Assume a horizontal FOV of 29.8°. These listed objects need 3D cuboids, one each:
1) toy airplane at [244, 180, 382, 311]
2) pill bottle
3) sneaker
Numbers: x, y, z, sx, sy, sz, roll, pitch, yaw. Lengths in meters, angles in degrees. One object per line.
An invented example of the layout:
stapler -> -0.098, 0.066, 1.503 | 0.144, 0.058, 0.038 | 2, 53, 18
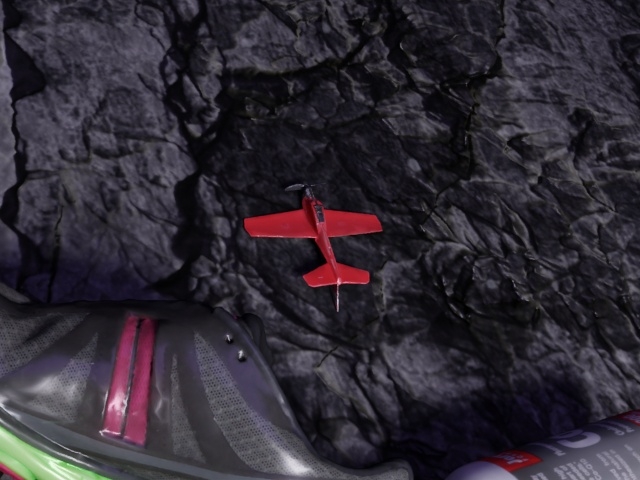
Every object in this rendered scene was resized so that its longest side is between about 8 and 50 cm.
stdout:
toy airplane -> 0.000, 0.000, 1.206 | 0.151, 0.028, 0.151 | 10, 53, -14
pill bottle -> 0.196, 0.251, 1.019 | 0.283, 0.161, 0.161 | -11, 61, -29
sneaker -> -0.141, 0.123, 0.934 | 0.483, 0.185, 0.202 | 34, 72, -4
